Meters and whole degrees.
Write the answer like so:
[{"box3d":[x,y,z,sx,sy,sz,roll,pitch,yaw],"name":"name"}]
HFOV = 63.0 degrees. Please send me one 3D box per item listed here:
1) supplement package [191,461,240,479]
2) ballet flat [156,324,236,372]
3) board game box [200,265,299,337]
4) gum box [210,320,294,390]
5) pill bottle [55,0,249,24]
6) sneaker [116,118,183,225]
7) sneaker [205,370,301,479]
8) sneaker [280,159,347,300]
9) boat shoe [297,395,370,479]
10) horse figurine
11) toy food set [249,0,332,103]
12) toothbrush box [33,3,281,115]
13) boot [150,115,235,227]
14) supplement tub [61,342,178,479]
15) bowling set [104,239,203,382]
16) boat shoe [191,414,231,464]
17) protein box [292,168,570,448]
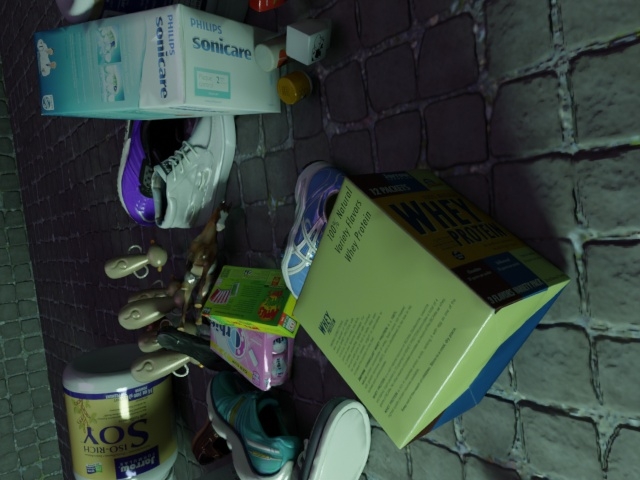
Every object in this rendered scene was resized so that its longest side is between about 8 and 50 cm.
[{"box3d":[-0.259,0.565,1.010,0.134,0.244,0.139,48,131,34],"name":"supplement package"},{"box3d":[-0.231,0.204,1.006,0.173,0.049,0.057,25,113,-2],"name":"ballet flat"},{"box3d":[-0.102,0.093,0.829,0.181,0.043,0.092,1,60,41],"name":"board game box"},{"box3d":[-0.119,0.168,0.906,0.188,0.062,0.107,21,112,47],"name":"gum box"},{"box3d":[-0.251,-0.394,0.798,0.153,0.265,0.153,12,107,47],"name":"pill bottle"},{"box3d":[-0.346,-0.153,1.087,0.146,0.102,0.293,31,120,42],"name":"sneaker"},{"box3d":[-0.110,0.303,0.899,0.275,0.107,0.110,34,101,52],"name":"sneaker"},{"box3d":[0.000,0.000,0.716,0.081,0.080,0.211,26,118,48],"name":"sneaker"},{"box3d":[-0.007,0.348,0.767,0.099,0.116,0.319,29,124,40],"name":"boat shoe"},{"box3d":[-0.222,0.062,0.974,0.263,0.066,0.174,111,168,-55],"name":"horse figurine"},{"box3d":[-0.020,-0.309,0.694,0.111,0.104,0.232,34,141,26],"name":"toy food set"},{"box3d":[-0.238,-0.251,0.785,0.296,0.216,0.126,4,101,29],"name":"toothbrush box"},{"box3d":[-0.234,-0.136,0.937,0.095,0.123,0.258,33,121,42],"name":"boot"},{"box3d":[-0.467,0.435,1.240,0.241,0.241,0.331,6,102,50],"name":"supplement tub"},{"box3d":[-0.333,0.149,1.129,0.200,0.154,0.286,98,154,-83],"name":"bowling set"},{"box3d":[-0.204,0.397,1.045,0.073,0.073,0.207,52,133,33],"name":"boat shoe"},{"box3d":[0.102,0.062,0.561,0.201,0.136,0.199,46,130,34],"name":"protein box"}]
